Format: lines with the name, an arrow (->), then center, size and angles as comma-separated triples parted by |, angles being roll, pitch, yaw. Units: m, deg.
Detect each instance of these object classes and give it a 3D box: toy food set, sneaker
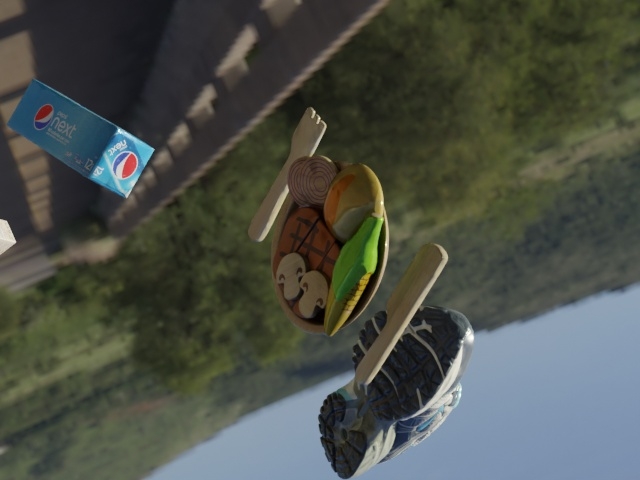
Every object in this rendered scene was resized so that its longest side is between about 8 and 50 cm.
toy food set -> 0.000, 0.000, 1.005 | 0.038, 0.192, 0.132 | 10, 118, -39
sneaker -> 0.096, 0.143, 1.491 | 0.122, 0.110, 0.283 | -13, 155, -31

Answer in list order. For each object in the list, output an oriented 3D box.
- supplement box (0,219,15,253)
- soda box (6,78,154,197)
supplement box -> -0.435, -0.003, 1.780 | 0.062, 0.036, 0.098 | -35, 157, 16
soda box -> -0.298, -0.127, 1.766 | 0.210, 0.071, 0.067 | 30, 180, 44
